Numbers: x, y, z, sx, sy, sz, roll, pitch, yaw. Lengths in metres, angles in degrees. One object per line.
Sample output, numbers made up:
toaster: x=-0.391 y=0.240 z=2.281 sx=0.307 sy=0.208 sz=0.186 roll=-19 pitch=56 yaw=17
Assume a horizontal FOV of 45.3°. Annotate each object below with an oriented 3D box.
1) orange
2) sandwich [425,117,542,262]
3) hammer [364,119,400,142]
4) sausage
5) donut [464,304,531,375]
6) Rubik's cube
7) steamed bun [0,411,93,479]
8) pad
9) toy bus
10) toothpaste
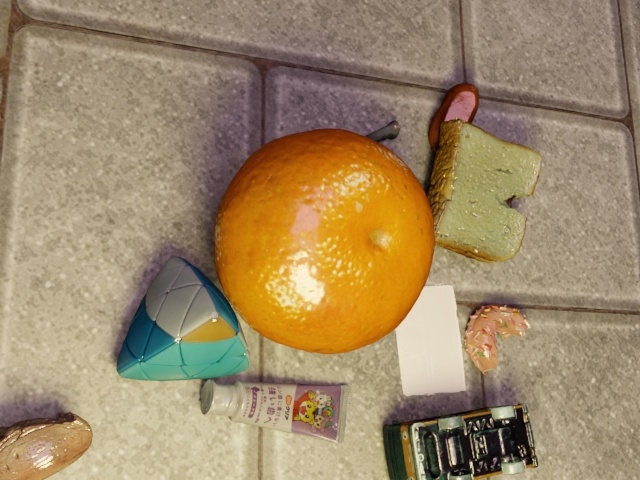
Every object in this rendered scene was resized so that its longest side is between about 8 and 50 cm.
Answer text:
orange: x=0.000 y=0.000 z=1.408 sx=0.424 sy=0.326 sz=0.424 roll=-1 pitch=92 yaw=-34
sandwich: x=0.347 y=-0.097 z=1.668 sx=0.249 sy=0.095 sz=0.273 roll=16 pitch=86 yaw=-22
hammer: x=0.056 y=-0.191 z=1.641 sx=0.288 sy=0.033 sz=0.111 roll=-26 pitch=89 yaw=-26
sausage: x=0.302 y=-0.278 z=1.734 sx=0.089 sy=0.089 sz=0.179 roll=26 pitch=78 yaw=-14
donut: x=0.371 y=0.196 z=1.654 sx=0.117 sy=0.065 sz=0.166 roll=43 pitch=64 yaw=-8
Rubik's cube: x=-0.197 y=0.170 z=1.347 sx=0.254 sy=0.254 sz=0.254 roll=5 pitch=75 yaw=-21
steamed bun: x=-0.463 y=0.335 z=1.238 sx=0.175 sy=0.145 sz=0.106 roll=-21 pitch=84 yaw=-30
pad: x=0.230 y=0.210 z=1.626 sx=0.156 sy=0.004 sz=0.232 roll=-1 pitch=77 yaw=-23
toy bus: x=0.267 y=0.404 z=1.506 sx=0.275 sy=0.167 sz=0.138 roll=-3 pitch=78 yaw=-27
toothpaste: x=-0.076 y=0.314 z=1.447 sx=0.299 sy=0.073 sz=0.114 roll=13 pitch=73 yaw=-27
